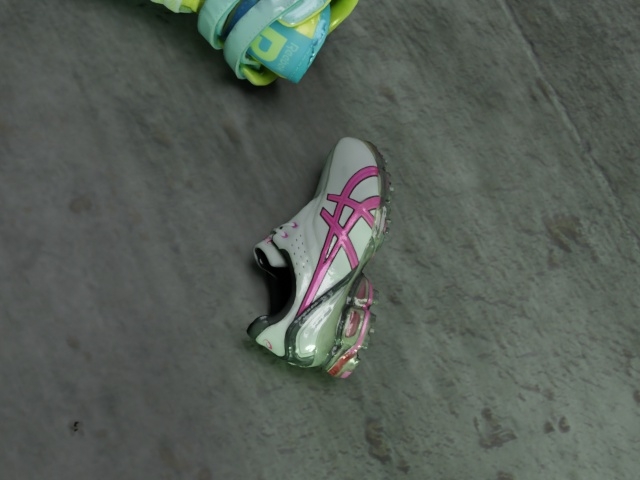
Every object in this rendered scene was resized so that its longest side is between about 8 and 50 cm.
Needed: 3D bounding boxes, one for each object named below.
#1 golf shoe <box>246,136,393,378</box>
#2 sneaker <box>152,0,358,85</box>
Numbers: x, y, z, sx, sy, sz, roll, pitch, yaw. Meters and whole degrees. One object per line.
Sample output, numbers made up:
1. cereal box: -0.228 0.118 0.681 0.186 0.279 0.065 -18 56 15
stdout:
1. golf shoe: 0.000 0.000 1.200 0.086 0.067 0.186 19 56 -15
2. sneaker: -0.104 -0.199 1.227 0.319 0.127 0.208 -13 68 -31
